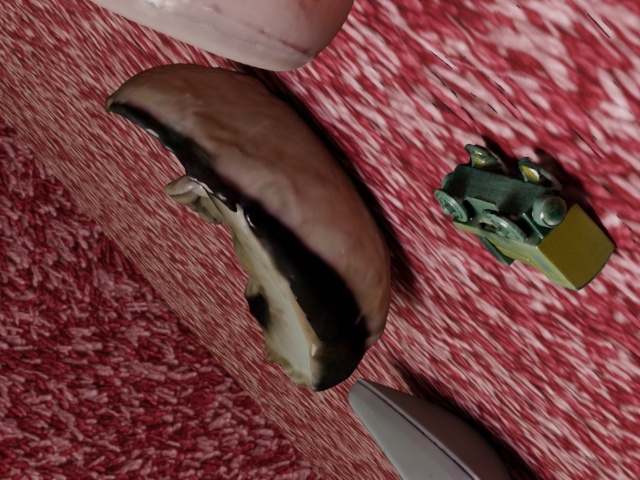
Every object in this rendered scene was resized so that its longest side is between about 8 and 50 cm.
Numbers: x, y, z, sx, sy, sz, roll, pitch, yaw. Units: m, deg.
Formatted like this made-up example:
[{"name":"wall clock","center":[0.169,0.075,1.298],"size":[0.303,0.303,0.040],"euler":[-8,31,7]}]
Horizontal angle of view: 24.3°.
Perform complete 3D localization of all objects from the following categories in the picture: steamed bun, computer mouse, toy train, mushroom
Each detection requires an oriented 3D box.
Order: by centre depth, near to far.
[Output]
[{"name":"steamed bun","center":[-0.061,-0.175,0.808],"size":[0.177,0.131,0.228],"euler":[22,-173,-18]},{"name":"toy train","center":[0.120,-0.015,0.893],"size":[0.081,0.050,0.122],"euler":[43,172,-23]},{"name":"mushroom","center":[-0.044,-0.021,1.272],"size":[0.247,0.130,0.344],"euler":[35,159,56]},{"name":"computer mouse","center":[0.129,0.228,1.505],"size":[0.159,0.097,0.288],"euler":[54,179,-30]}]
